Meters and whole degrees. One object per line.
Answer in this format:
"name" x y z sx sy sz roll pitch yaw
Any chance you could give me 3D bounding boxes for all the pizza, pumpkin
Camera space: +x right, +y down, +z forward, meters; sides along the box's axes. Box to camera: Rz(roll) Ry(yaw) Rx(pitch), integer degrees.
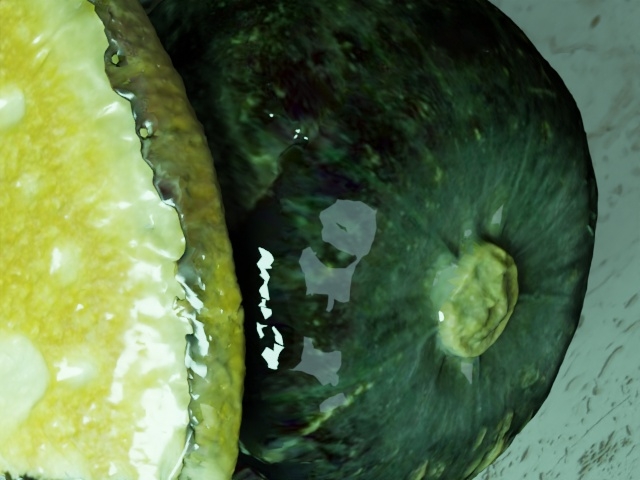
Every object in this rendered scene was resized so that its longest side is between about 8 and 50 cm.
"pizza" -0.184 0.011 1.224 0.080 0.392 0.435 -4 126 -58
"pumpkin" 0.000 0.000 1.406 0.454 0.344 0.454 -16 115 -39
